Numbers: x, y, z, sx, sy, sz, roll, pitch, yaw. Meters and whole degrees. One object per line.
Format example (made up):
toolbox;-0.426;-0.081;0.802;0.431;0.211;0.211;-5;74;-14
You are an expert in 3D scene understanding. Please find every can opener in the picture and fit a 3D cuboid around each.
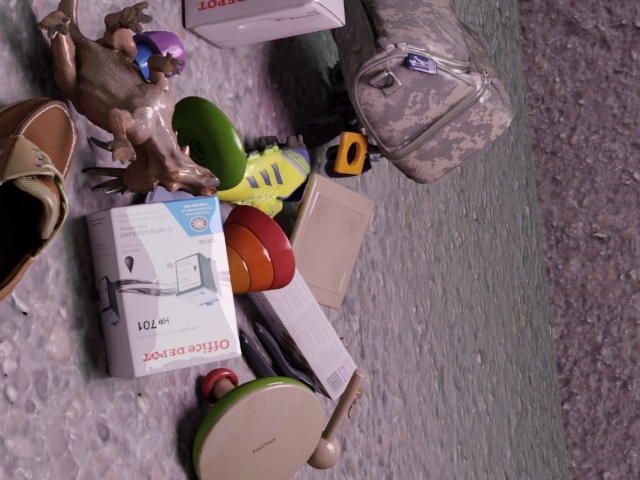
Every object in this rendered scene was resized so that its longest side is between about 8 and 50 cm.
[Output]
can opener;-0.065;0.184;1.773;0.059;0.073;0.186;-48;136;-10

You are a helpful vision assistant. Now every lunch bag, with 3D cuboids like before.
lunch bag;0.131;-0.273;1.922;0.256;0.212;0.305;37;26;-36

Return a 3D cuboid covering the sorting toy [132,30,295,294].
sorting toy;-0.165;-0.073;1.513;0.126;0.127;0.365;-36;109;-35

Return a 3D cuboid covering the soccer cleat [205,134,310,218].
soccer cleat;-0.086;-0.079;1.747;0.289;0.093;0.121;-27;115;-66

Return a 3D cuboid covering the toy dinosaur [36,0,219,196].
toy dinosaur;-0.233;-0.160;1.375;0.295;0.127;0.200;56;-21;2

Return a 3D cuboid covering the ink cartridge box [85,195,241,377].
ink cartridge box;-0.178;0.052;1.420;0.140;0.082;0.190;-9;89;-31

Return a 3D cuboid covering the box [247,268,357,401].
box;-0.042;0.101;1.772;0.067;0.063;0.324;-46;129;-19

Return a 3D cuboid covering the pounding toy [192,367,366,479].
pounding toy;-0.078;0.229;1.623;0.237;0.110;0.183;-6;123;-33

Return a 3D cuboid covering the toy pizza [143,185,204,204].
toy pizza;-0.174;0.016;1.568;0.201;0.032;0.201;47;35;-49

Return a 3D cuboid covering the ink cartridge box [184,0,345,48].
ink cartridge box;-0.083;-0.422;1.726;0.115;0.198;0.272;20;65;-66

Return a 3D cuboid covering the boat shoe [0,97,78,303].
boat shoe;-0.297;-0.027;1.187;0.324;0.120;0.122;-70;145;-48

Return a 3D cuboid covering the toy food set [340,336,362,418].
toy food set;0.048;0.228;2.054;0.078;0.019;0.122;-57;135;-57

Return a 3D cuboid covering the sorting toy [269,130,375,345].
sorting toy;0.000;0.000;1.889;0.196;0.047;0.347;23;85;-57

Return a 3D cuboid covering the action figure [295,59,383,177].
action figure;0.051;-0.201;2.108;0.185;0.099;0.285;59;25;-18
